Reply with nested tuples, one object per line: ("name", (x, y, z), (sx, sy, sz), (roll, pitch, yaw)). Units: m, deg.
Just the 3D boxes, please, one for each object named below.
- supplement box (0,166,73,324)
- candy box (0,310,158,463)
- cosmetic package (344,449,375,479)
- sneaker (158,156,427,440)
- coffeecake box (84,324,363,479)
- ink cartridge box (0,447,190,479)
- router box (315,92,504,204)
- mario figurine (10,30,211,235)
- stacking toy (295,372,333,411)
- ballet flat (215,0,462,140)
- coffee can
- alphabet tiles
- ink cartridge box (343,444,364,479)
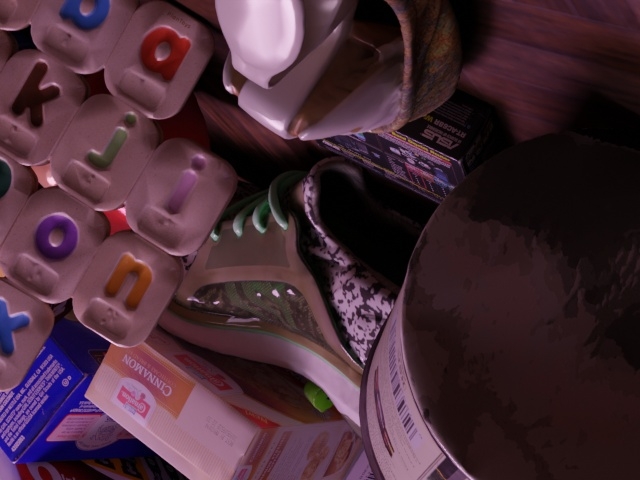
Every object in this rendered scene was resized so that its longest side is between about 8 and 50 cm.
("supplement box", (-0.271, -0.027, 1.456), (0.191, 0.194, 0.129), (23, 121, 14))
("candy box", (-0.267, 0.055, 1.717), (0.317, 0.122, 0.268), (48, -164, 23))
("cosmetic package", (0.140, 0.264, 1.634), (0.224, 0.224, 0.138), (37, 167, -17))
("sneaker", (0.000, 0.000, 1.314), (0.410, 0.158, 0.182), (26, 134, 35))
("coffeecake box", (-0.065, 0.127, 1.410), (0.142, 0.068, 0.185), (34, -166, 26))
("ink cartridge box", (-0.241, 0.229, 1.773), (0.309, 0.130, 0.272), (28, -159, -42))
("router box", (0.046, -0.066, 1.067), (0.122, 0.038, 0.092), (27, 167, 22))
("mario figurine", (-0.210, -0.068, 1.344), (0.320, 0.198, 0.170), (28, 155, 39))
("stacking toy", (0.032, 0.102, 1.452), (0.221, 0.052, 0.167), (16, -164, -40))
("ballet flat", (0.001, -0.108, 0.850), (0.123, 0.123, 0.348), (31, 167, 9))
("coffee can", (0.131, 0.074, 1.011), (0.201, 0.201, 0.275), (32, 167, 5))
("alphabet tiles", (-0.203, -0.056, 1.199), (0.284, 0.278, 0.021), (31, -171, 7))
("ink cartridge box", (-0.007, 0.185, 1.756), (0.114, 0.197, 0.273), (27, 165, 33))
